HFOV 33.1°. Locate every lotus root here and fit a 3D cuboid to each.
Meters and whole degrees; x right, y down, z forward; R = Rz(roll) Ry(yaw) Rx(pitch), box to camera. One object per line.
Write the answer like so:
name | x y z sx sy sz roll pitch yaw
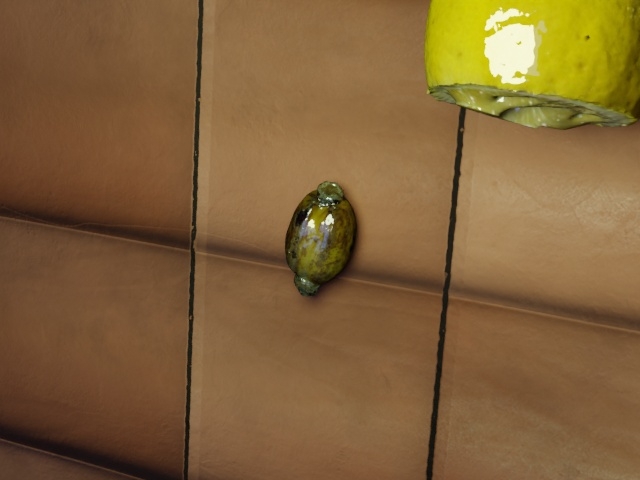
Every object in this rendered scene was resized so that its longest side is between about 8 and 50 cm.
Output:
lotus root | 0.000 0.000 1.860 0.120 0.120 0.209 22 110 19

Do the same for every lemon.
lemon | 0.322 -0.330 1.516 0.364 0.364 0.364 6 104 24
